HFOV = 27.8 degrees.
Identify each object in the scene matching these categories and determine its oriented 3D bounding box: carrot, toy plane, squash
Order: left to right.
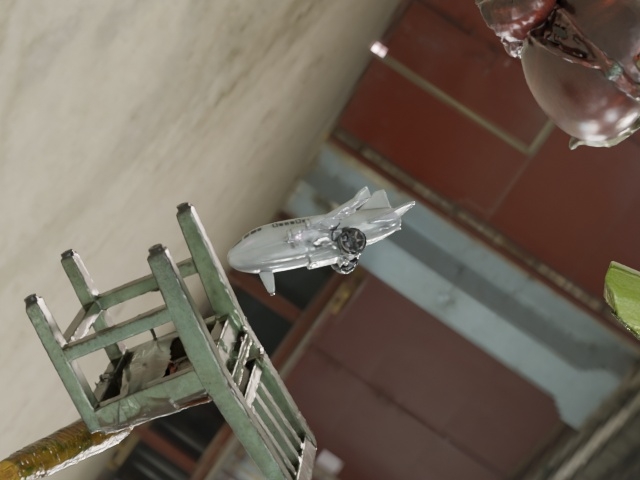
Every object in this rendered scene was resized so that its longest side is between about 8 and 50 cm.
[{"bbox_3d":[-0.234,0.190,1.205,0.170,0.042,0.042,-21,149,-58],"label":"carrot"},{"bbox_3d":[0.000,0.000,1.182,0.171,0.065,0.162,-22,166,-13],"label":"toy plane"},{"bbox_3d":[0.331,0.088,1.108,0.075,0.200,0.090,-64,162,-14],"label":"squash"}]

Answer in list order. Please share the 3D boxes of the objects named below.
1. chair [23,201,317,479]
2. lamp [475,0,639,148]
[{"bbox_3d":[-0.128,0.123,1.148,0.147,0.270,0.136,-22,-163,12],"label":"chair"},{"bbox_3d":[0.267,-0.193,1.284,0.151,0.223,0.215,-35,-179,8],"label":"lamp"}]
